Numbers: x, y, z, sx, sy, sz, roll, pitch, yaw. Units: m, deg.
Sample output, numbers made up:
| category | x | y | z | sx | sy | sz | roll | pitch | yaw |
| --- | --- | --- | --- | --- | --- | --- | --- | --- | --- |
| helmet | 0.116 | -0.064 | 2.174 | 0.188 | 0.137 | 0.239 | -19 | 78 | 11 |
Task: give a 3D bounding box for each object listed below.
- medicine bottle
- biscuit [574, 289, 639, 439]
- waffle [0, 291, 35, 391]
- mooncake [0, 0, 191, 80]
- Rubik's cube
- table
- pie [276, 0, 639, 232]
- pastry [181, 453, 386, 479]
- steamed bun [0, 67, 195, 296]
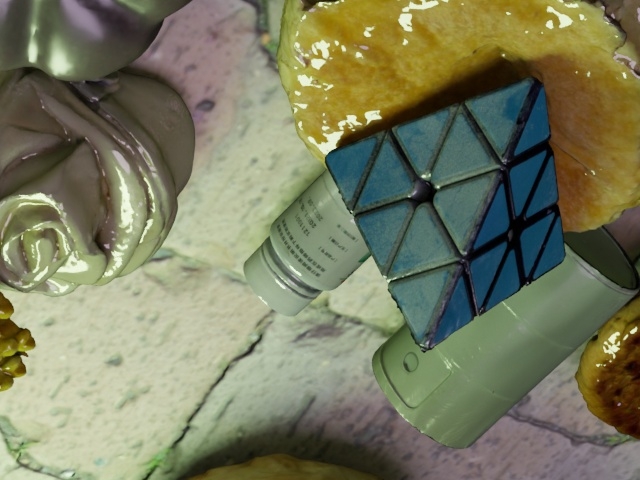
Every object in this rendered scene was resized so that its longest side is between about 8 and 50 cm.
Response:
| category | x | y | z | sx | sy | sz | roll | pitch | yaw |
| --- | --- | --- | --- | --- | --- | --- | --- | --- | --- |
| medicine bottle | 0.000 | 0.000 | 1.373 | 0.080 | 0.080 | 0.130 | 32 | 116 | -29 |
| biscuit | 0.400 | 0.086 | 1.478 | 0.334 | 0.081 | 0.289 | -2 | 145 | -13 |
| waffle | -0.334 | 0.037 | 1.281 | 0.229 | 0.051 | 0.231 | 8 | 141 | 42 |
| mooncake | -0.189 | -0.228 | 1.139 | 0.245 | 0.133 | 0.244 | -1 | 123 | -2 |
| Rubik's cube | 0.098 | -0.064 | 1.203 | 0.190 | 0.211 | 0.178 | 36 | 125 | 16 |
| table | 0.164 | 0.070 | 1.427 | 0.126 | 0.126 | 0.220 | 29 | 117 | -28 |
| pie | 0.122 | -0.118 | 1.231 | 0.340 | 0.083 | 0.339 | 13 | 147 | 8 |
| pastry | -0.046 | 0.394 | 1.561 | 0.410 | 0.245 | 0.409 | -5 | 129 | -6 |
| steamed bun | -0.212 | -0.039 | 1.264 | 0.218 | 0.144 | 0.211 | 21 | 120 | -25 |
